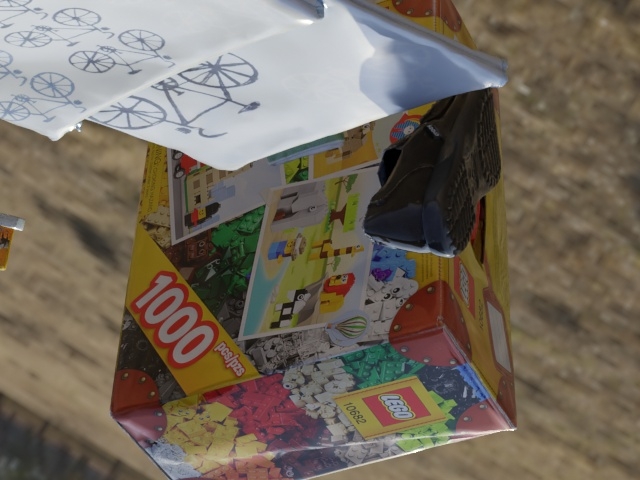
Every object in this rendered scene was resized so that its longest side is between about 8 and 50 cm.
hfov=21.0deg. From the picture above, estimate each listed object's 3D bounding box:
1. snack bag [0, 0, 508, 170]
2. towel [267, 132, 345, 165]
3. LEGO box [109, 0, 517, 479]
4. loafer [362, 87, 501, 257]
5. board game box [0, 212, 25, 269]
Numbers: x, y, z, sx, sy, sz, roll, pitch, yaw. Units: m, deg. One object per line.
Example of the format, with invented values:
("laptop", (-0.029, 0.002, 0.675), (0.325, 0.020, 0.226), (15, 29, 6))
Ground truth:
("snack bag", (-0.099, -0.120, 1.179), (0.342, 0.037, 0.323), (19, 157, -39))
("towel", (-0.023, -0.154, 1.658), (0.023, 0.152, 0.113), (-7, 176, -39))
("LEGO box", (0.000, 0.000, 1.878), (0.372, 0.500, 0.193), (-17, 135, 20))
("loafer", (0.079, -0.059, 1.242), (0.078, 0.220, 0.080), (-2, 114, 17))
("board game box", (-0.508, -0.046, 1.484), (0.390, 0.050, 0.390), (13, 176, -33))
